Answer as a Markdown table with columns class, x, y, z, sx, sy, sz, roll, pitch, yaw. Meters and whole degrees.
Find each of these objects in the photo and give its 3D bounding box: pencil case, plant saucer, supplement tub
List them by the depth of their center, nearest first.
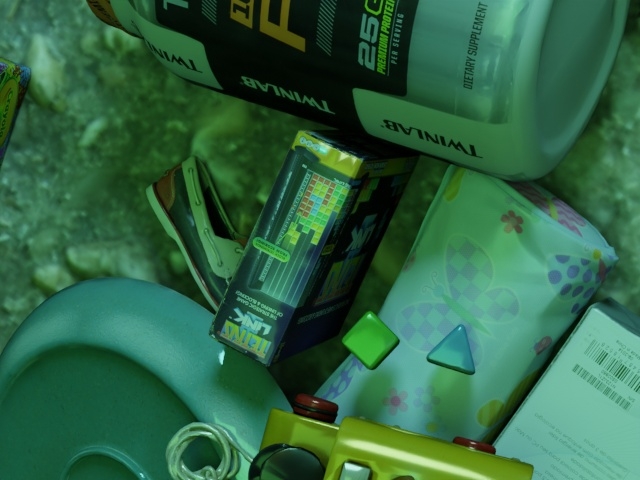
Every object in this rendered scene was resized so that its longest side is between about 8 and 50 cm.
| class | x | y | z | sx | sy | sz | roll | pitch | yaw |
| --- | --- | --- | --- | --- | --- | --- | --- | --- | --- |
| supplement tub | 0.019 | -0.167 | 1.115 | 0.316 | 0.193 | 0.193 | 18 | 98 | 23 |
| pencil case | 0.074 | 0.078 | 1.164 | 0.124 | 0.113 | 0.273 | 39 | 103 | 23 |
| plant saucer | -0.129 | 0.183 | 1.203 | 0.317 | 0.044 | 0.317 | 10 | 107 | 37 |

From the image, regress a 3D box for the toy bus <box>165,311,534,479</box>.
| class | x | y | z | sx | sy | sz | roll | pitch | yaw |
| --- | --- | --- | --- | --- | --- | --- | --- | --- | --- |
| toy bus | 0.027 | 0.149 | 1.043 | 0.202 | 0.104 | 0.191 | -31 | 81 | 2 |

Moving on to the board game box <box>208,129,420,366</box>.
| class | x | y | z | sx | sy | sz | roll | pitch | yaw |
| --- | --- | --- | --- | --- | --- | --- | --- | --- | --- |
| board game box | 0.000 | 0.000 | 1.152 | 0.048 | 0.170 | 0.141 | 25 | 100 | 12 |

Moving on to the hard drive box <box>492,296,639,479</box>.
| class | x | y | z | sx | sy | sz | roll | pitch | yaw |
| --- | --- | --- | --- | --- | --- | --- | --- | --- | --- |
| hard drive box | 0.187 | 0.182 | 1.148 | 0.181 | 0.089 | 0.232 | 37 | 102 | 12 |

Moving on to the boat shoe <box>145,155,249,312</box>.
| class | x | y | z | sx | sy | sz | roll | pitch | yaw |
| --- | --- | --- | --- | --- | --- | --- | --- | --- | --- |
| boat shoe | -0.069 | 0.006 | 1.238 | 0.043 | 0.049 | 0.137 | -35 | 78 | 13 |

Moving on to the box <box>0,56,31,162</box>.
| class | x | y | z | sx | sy | sz | roll | pitch | yaw |
| --- | --- | --- | --- | --- | --- | --- | --- | --- | --- |
| box | -0.367 | -0.014 | 1.203 | 0.177 | 0.279 | 0.290 | 22 | 98 | 14 |
